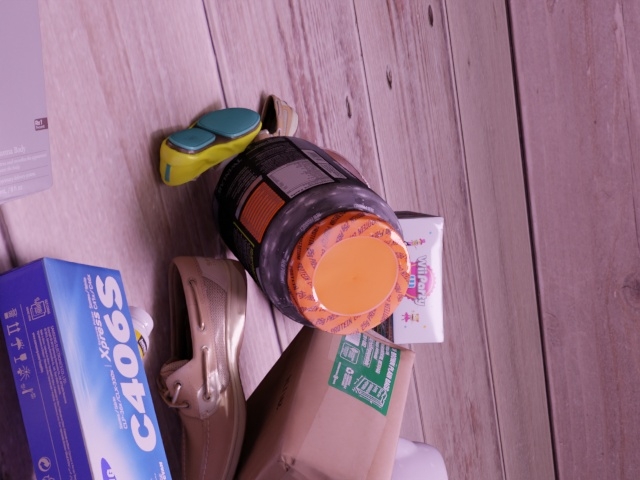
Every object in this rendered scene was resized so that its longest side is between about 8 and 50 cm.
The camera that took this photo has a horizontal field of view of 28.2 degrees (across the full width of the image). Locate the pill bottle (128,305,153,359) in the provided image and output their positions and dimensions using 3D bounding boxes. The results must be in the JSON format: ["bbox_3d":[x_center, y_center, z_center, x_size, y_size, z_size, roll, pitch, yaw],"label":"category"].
[{"bbox_3d":[-0.253,0.137,1.587,0.116,0.065,0.065,-65,148,-45],"label":"pill bottle"}]

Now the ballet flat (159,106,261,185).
[{"bbox_3d":[-0.160,-0.130,1.808,0.231,0.077,0.077,-36,146,-60],"label":"ballet flat"}]

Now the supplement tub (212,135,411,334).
[{"bbox_3d":[-0.013,-0.008,1.780,0.338,0.207,0.207,-134,-149,-61],"label":"supplement tub"}]

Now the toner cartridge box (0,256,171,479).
[{"bbox_3d":[-0.254,0.198,1.423,0.165,0.075,0.348,14,58,-66],"label":"toner cartridge box"}]

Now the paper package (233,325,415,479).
[{"bbox_3d":[-0.023,0.307,1.788,0.309,0.168,0.325,-54,-169,35],"label":"paper package"}]

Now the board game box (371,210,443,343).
[{"bbox_3d":[0.148,0.061,2.354,0.303,0.097,0.224,-163,-107,-80],"label":"board game box"}]

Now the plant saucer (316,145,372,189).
[{"bbox_3d":[0.000,0.000,2.118,0.310,0.050,0.311,17,68,-48],"label":"plant saucer"}]

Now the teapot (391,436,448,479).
[{"bbox_3d":[0.129,0.502,2.410,0.252,0.187,0.256,106,-18,-57],"label":"teapot"}]

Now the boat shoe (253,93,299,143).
[{"bbox_3d":[-0.084,-0.146,2.003,0.072,0.068,0.190,47,37,-43],"label":"boat shoe"}]

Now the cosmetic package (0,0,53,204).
[{"bbox_3d":[-0.350,-0.160,1.282,0.127,0.107,0.238,-28,120,-62],"label":"cosmetic package"}]

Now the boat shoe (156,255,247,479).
[{"bbox_3d":[-0.173,0.192,1.752,0.110,0.121,0.341,7,79,-30],"label":"boat shoe"}]
